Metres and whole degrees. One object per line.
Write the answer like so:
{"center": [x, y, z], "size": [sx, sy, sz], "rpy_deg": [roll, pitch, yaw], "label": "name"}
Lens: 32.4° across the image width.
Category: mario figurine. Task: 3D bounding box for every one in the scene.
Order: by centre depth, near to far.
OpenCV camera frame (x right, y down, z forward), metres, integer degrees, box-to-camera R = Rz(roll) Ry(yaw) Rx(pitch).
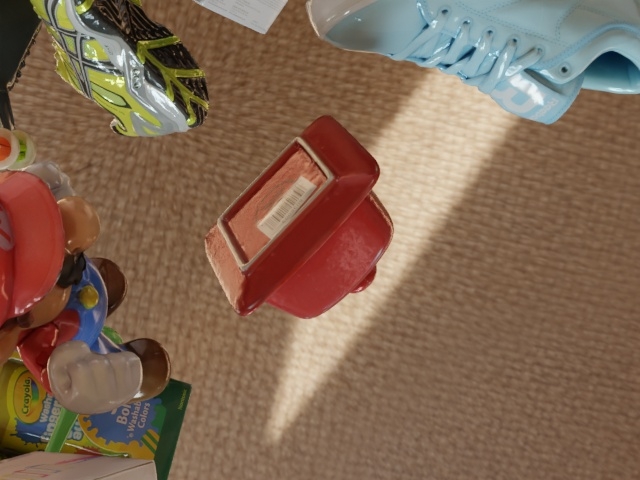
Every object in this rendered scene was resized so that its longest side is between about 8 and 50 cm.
{"center": [-0.178, 0.029, 0.782], "size": [0.198, 0.320, 0.170], "rpy_deg": [20, 79, 14], "label": "mario figurine"}

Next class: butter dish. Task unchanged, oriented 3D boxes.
{"center": [0.000, 0.000, 0.905], "size": [0.160, 0.160, 0.118], "rpy_deg": [-46, 118, 6], "label": "butter dish"}

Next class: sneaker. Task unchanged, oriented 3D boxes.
{"center": [0.168, -0.179, 0.978], "size": [0.366, 0.135, 0.150], "rpy_deg": [-8, 75, -24], "label": "sneaker"}
{"center": [-0.304, -0.272, 1.425], "size": [0.147, 0.145, 0.384], "rpy_deg": [-19, 125, 25], "label": "sneaker"}
{"center": [-0.420, -0.237, 1.489], "size": [0.118, 0.083, 0.222], "rpy_deg": [-27, 126, -30], "label": "sneaker"}

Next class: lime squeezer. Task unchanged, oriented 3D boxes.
{"center": [-0.257, 0.152, 1.162], "size": [0.059, 0.310, 0.110], "rpy_deg": [39, 109, -14], "label": "lime squeezer"}

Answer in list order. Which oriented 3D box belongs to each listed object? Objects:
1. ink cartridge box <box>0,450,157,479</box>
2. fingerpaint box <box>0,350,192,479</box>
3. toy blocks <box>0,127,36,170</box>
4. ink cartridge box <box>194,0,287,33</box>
{"center": [-0.160, 0.183, 0.658], "size": [0.090, 0.143, 0.092], "rpy_deg": [-9, 93, -49], "label": "ink cartridge box"}
{"center": [-0.409, 0.354, 1.429], "size": [0.371, 0.163, 0.445], "rpy_deg": [20, 69, -15], "label": "fingerpaint box"}
{"center": [-0.374, -0.084, 1.332], "size": [0.054, 0.148, 0.123], "rpy_deg": [-38, 89, 6], "label": "toy blocks"}
{"center": [-0.069, -0.398, 1.478], "size": [0.056, 0.181, 0.224], "rpy_deg": [39, 103, 22], "label": "ink cartridge box"}
